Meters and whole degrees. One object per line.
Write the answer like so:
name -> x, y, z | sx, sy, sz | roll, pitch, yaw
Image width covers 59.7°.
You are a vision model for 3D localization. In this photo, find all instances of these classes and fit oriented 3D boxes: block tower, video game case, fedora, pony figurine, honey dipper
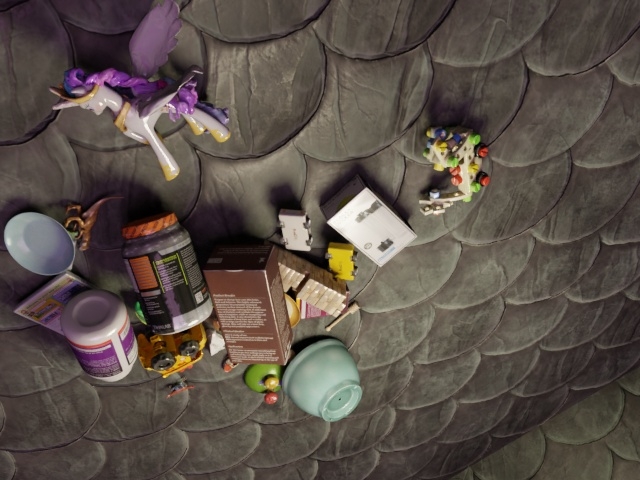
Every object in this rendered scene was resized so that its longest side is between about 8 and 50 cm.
block tower -> -0.069, 0.118, 1.784 | 0.335, 0.097, 0.091 | 27, 118, -15
video game case -> -0.775, 0.194, 1.698 | 0.212, 0.023, 0.193 | -34, 137, 10
fedora -> -0.163, 0.251, 1.872 | 0.194, 0.079, 0.194 | 11, 128, 15
pony figurine -> -0.385, -0.332, 1.307 | 0.351, 0.303, 0.363 | -31, 145, 18
honey dipper -> 0.079, 0.284, 2.051 | 0.160, 0.030, 0.030 | -42, 127, 18

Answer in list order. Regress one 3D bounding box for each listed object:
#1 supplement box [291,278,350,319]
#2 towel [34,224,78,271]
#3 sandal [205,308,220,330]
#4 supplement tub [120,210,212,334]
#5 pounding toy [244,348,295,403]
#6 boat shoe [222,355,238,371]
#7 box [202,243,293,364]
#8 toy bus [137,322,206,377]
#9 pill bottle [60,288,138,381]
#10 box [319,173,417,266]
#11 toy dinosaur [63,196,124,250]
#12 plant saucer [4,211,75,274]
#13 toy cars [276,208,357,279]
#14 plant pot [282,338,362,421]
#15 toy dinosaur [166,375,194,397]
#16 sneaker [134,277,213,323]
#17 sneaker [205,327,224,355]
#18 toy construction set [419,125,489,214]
supplement box -> -0.001, 0.200, 1.928 | 0.188, 0.081, 0.104 | -6, 127, -13
towel -> -0.762, 0.028, 1.591 | 0.113, 0.023, 0.152 | 10, 122, -25
sandal -> -0.336, 0.287, 1.908 | 0.072, 0.049, 0.180 | -35, 129, 10
supplement tub -> -0.440, 0.089, 1.580 | 0.193, 0.193, 0.316 | -16, 104, -6
pounding toy -> -0.168, 0.529, 2.109 | 0.237, 0.110, 0.183 | -29, 130, 6
boat shoe -> -0.315, 0.437, 2.035 | 0.049, 0.043, 0.137 | 21, 119, -32
box -> -0.213, 0.201, 1.711 | 0.191, 0.143, 0.381 | 0, 126, 11
toy bus -> -0.468, 0.364, 1.877 | 0.220, 0.149, 0.211 | -26, 143, -1
pill bottle -> -0.666, 0.304, 1.710 | 0.181, 0.181, 0.323 | -7, 141, -13
box -> 0.155, -0.058, 1.776 | 0.169, 0.087, 0.290 | -40, 127, 14
toy dinosaur -> -0.643, -0.069, 1.544 | 0.112, 0.064, 0.211 | 13, 123, -40
plant saucer -> -0.764, 0.004, 1.533 | 0.195, 0.037, 0.195 | 2, 117, 3
toy cars -> 0.000, 0.000, 1.770 | 0.176, 0.087, 0.393 | -22, 135, 41
plant pot -> 0.032, 0.541, 2.076 | 0.293, 0.196, 0.293 | -20, 130, -26
toy dinosaur -> -0.509, 0.547, 2.045 | 0.082, 0.090, 0.047 | 5, 149, 17
sneaker -> -0.440, 0.186, 1.743 | 0.295, 0.109, 0.123 | -23, 155, 0
sneaker -> -0.365, 0.343, 1.940 | 0.061, 0.054, 0.152 | -19, 148, -21
toy construction set -> 0.403, -0.210, 1.698 | 0.215, 0.151, 0.328 | -32, 142, -24
